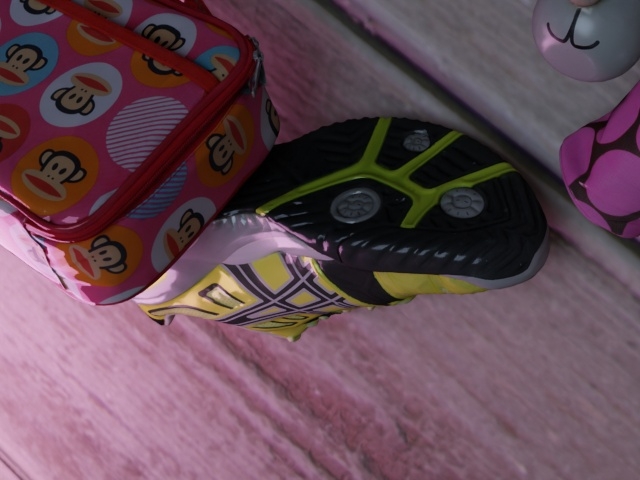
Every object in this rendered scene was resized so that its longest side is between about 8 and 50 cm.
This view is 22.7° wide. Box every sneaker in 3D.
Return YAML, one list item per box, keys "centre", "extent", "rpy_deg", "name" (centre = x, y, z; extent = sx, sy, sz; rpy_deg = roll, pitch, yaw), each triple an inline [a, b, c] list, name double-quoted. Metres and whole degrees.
- centre: [0.000, 0.000, 1.249]
  extent: [0.385, 0.145, 0.147]
  rpy_deg: [4, 135, 28]
  name: "sneaker"

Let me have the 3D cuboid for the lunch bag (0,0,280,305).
- centre: [-0.179, -0.108, 1.230]
  extent: [0.293, 0.258, 0.120]
  rpy_deg: [28, 156, 34]
  name: "lunch bag"

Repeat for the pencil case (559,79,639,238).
- centre: [0.247, -0.101, 1.078]
  extent: [0.209, 0.095, 0.098]
  rpy_deg: [-50, 50, 31]
  name: "pencil case"

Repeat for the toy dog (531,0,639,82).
- centre: [0.219, -0.273, 0.956]
  extent: [0.220, 0.161, 0.333]
  rpy_deg: [-2, 71, 19]
  name: "toy dog"
